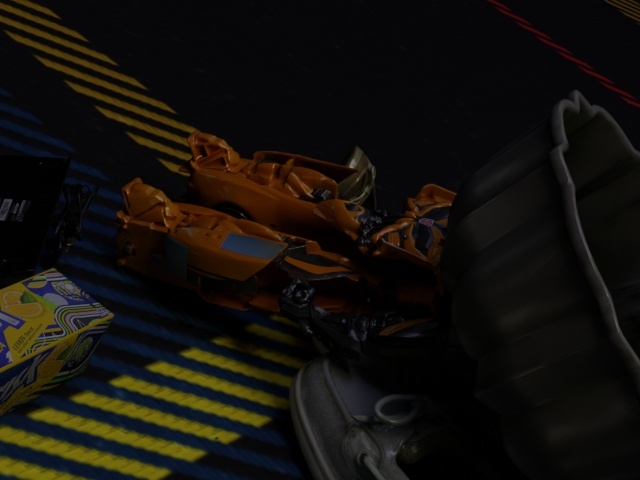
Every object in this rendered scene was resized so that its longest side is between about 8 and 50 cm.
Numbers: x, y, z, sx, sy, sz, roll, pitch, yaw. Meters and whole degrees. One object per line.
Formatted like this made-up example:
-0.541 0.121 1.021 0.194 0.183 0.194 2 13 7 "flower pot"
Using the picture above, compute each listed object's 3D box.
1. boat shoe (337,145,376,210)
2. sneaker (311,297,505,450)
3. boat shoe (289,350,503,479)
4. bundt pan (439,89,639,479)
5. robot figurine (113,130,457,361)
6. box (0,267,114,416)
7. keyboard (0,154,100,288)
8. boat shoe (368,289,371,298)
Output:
0.032 -0.046 1.341 0.048 0.056 0.153 39 -8 4 "boat shoe"
0.110 0.081 1.169 0.252 0.111 0.103 21 27 -13 "sneaker"
0.093 0.179 0.985 0.118 0.103 0.320 5 35 -42 "boat shoe"
0.192 0.071 1.004 0.331 0.124 0.331 45 30 -35 "bundt pan"
0.000 0.000 1.121 0.291 0.085 0.211 13 32 20 "robot figurine"
-0.206 0.073 0.917 0.059 0.054 0.169 37 27 13 "box"
-0.223 -0.008 1.088 0.100 0.038 0.192 4 30 -2 "keyboard"
0.008 0.004 1.257 0.183 0.065 0.083 23 25 -17 "boat shoe"
